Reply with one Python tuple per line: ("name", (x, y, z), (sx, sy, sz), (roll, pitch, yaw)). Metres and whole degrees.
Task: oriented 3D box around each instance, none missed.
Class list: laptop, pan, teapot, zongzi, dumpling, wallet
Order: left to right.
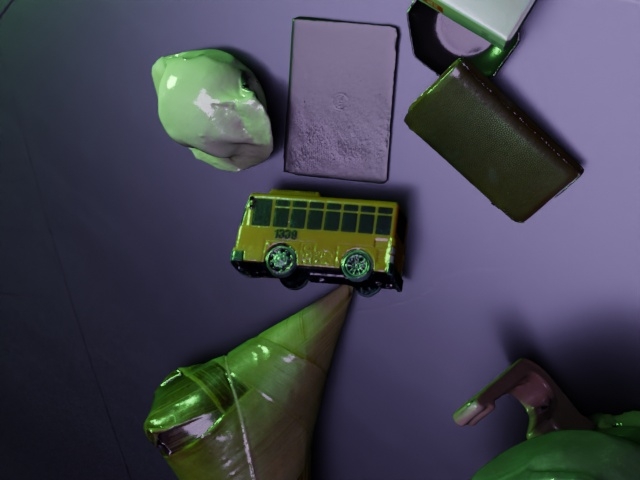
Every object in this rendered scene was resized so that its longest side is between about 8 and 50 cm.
("dumpling", (-0.136, -0.155, 1.753), (0.177, 0.092, 0.150), (11, 118, 6))
("zongzi", (-0.023, 0.246, 1.791), (0.318, 0.154, 0.289), (-32, 103, 3))
("laptop", (0.024, -0.171, 1.744), (0.135, 0.016, 0.197), (8, 105, 12))
("pan", (0.163, -0.288, 1.665), (0.128, 0.048, 0.202), (-6, 102, 14))
("wallet", (0.202, -0.114, 1.675), (0.198, 0.031, 0.110), (41, 120, -10))
("teapot", (0.300, 0.309, 1.600), (0.305, 0.362, 0.376), (-43, 78, 22))

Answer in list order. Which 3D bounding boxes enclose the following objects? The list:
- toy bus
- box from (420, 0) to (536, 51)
("toy bus", (0.000, 0.000, 1.731), (0.201, 0.098, 0.114), (5, 76, 13))
("box", (0.224, -0.357, 1.587), (0.135, 0.079, 0.269), (31, 92, 5))
